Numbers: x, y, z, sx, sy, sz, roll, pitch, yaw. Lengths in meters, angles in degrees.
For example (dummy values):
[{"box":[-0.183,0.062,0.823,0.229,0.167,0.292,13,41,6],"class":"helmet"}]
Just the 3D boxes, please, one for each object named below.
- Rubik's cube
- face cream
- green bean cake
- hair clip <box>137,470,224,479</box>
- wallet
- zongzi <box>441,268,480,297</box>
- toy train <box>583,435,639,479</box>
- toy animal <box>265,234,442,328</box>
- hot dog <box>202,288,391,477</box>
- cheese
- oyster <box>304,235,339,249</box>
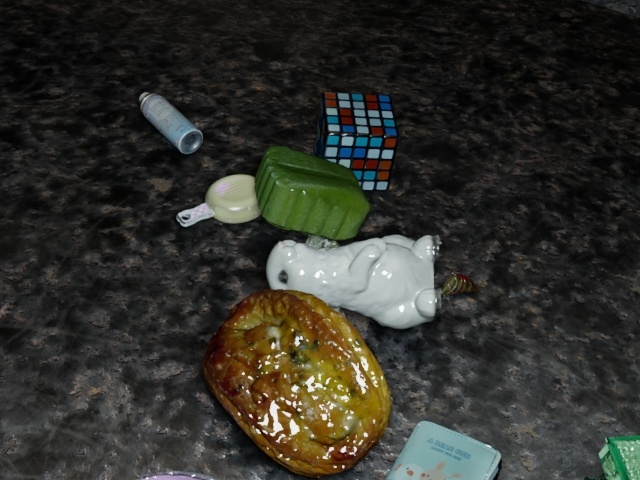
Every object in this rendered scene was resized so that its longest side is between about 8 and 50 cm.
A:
[{"box":[0.087,-0.248,1.876,0.187,0.182,0.184,0,44,-9],"class":"Rubik's cube"},{"box":[-0.400,-0.316,1.952,0.075,0.075,0.229,-28,54,-31],"class":"face cream"},{"box":[-0.021,-0.104,1.706,0.248,0.125,0.222,13,27,-20],"class":"green bean cake"},{"box":[-0.173,0.452,1.229,0.358,0.095,0.110,8,79,11],"class":"hair clip"},{"box":[0.192,0.435,1.277,0.176,0.075,0.250,15,43,28],"class":"wallet"},{"box":[0.307,0.090,1.674,0.083,0.067,0.073,9,29,-26],"class":"zongzi"},{"box":[0.601,0.419,1.302,0.269,0.154,0.115,0,47,-9],"class":"toy train"},{"box":[0.070,0.086,1.527,0.357,0.258,0.194,-1,56,4],"class":"toy animal"},{"box":[-0.051,0.242,1.362,0.267,0.174,0.387,-41,59,-12],"class":"hot dog"},{"box":[-0.231,-0.084,1.751,0.227,0.064,0.137,-24,49,-30],"class":"cheese"},{"box":[-0.001,0.000,1.717,0.098,0.037,0.100,-13,48,-21],"class":"oyster"}]
